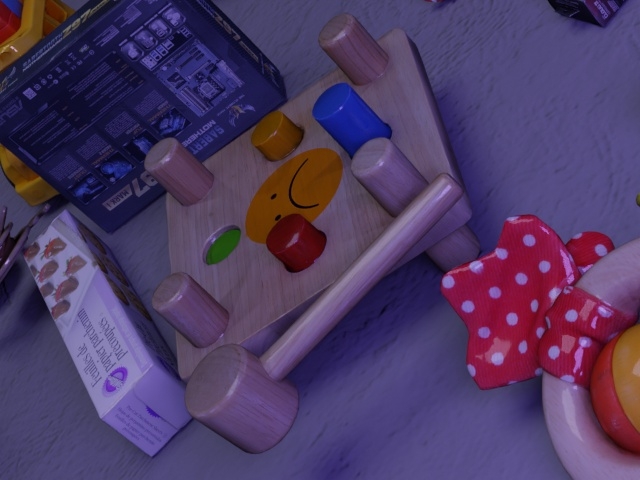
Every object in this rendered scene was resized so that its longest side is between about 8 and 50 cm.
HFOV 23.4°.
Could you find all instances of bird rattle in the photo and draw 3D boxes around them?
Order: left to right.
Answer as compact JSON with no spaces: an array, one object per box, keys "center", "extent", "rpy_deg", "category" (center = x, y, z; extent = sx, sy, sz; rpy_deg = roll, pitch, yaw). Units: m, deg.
[{"center":[0.182,0.057,0.892],"extent":[0.253,0.143,0.207],"rpy_deg":[-25,54,35],"category":"bird rattle"}]

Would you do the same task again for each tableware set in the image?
[{"center":[-0.339,0.026,1.538],"extent":[0.128,0.039,0.194],"rpy_deg":[-61,14,-22],"category":"tableware set"}]

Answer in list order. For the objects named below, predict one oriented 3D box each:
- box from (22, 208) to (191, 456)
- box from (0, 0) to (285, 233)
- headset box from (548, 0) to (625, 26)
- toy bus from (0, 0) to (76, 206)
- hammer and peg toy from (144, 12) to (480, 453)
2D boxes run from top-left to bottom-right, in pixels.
[{"center":[-0.189,0.072,1.352],"extent":[0.063,0.067,0.324],"rpy_deg":[-46,31,2],"category":"box"},{"center":[-0.179,-0.136,1.454],"extent":[0.232,0.183,0.059],"rpy_deg":[-36,33,18],"category":"box"},{"center":[0.218,-0.208,1.216],"extent":[0.083,0.032,0.062],"rpy_deg":[-48,32,-5],"category":"headset box"},{"center":[-0.314,-0.179,1.634],"extent":[0.149,0.211,0.220],"rpy_deg":[-31,37,21],"category":"toy bus"},{"center":[0.000,0.000,1.155],"extent":[0.266,0.127,0.361],"rpy_deg":[-34,34,15],"category":"hammer and peg toy"}]
